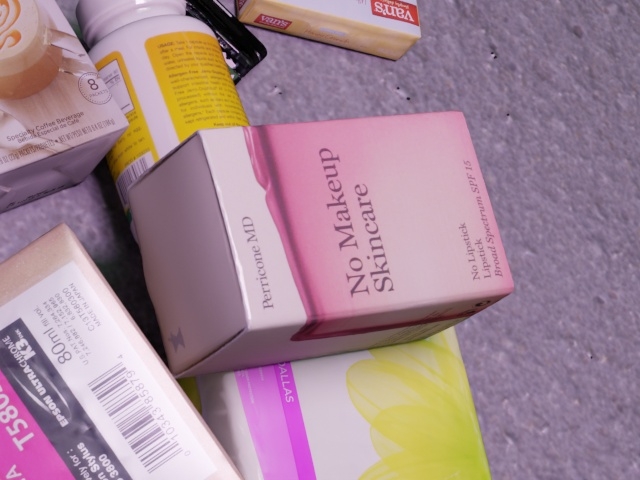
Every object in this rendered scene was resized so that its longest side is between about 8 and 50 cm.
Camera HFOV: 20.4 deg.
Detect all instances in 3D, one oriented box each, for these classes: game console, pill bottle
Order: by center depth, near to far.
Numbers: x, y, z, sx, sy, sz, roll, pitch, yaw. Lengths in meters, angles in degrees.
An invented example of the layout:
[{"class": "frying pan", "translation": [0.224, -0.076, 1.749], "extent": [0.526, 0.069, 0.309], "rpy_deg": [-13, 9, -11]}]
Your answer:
[{"class": "pill bottle", "translation": [-0.123, -0.105, 1.413], "extent": [0.117, 0.117, 0.208], "rpy_deg": [-9, 69, -36]}, {"class": "game console", "translation": [-0.119, -0.172, 1.523], "extent": [0.122, 0.071, 0.107], "rpy_deg": [44, 19, -4]}]

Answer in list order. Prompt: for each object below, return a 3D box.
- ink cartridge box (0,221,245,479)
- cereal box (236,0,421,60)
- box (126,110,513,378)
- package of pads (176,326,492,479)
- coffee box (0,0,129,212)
[{"class": "ink cartridge box", "translation": [-0.189, 0.138, 1.208], "extent": [0.193, 0.088, 0.235], "rpy_deg": [-35, 85, -17]}, {"class": "cereal box", "translation": [-0.001, -0.292, 1.644], "extent": [0.173, 0.047, 0.240], "rpy_deg": [11, 59, -27]}, {"class": "box", "translation": [0.000, 0.000, 1.285], "extent": [0.232, 0.127, 0.149], "rpy_deg": [-7, 75, -34]}, {"class": "package of pads", "translation": [0.012, 0.136, 1.370], "extent": [0.229, 0.101, 0.297], "rpy_deg": [1, 64, -32]}, {"class": "coffee box", "translation": [-0.277, -0.147, 1.351], "extent": [0.141, 0.098, 0.246], "rpy_deg": [-25, 79, -40]}]
